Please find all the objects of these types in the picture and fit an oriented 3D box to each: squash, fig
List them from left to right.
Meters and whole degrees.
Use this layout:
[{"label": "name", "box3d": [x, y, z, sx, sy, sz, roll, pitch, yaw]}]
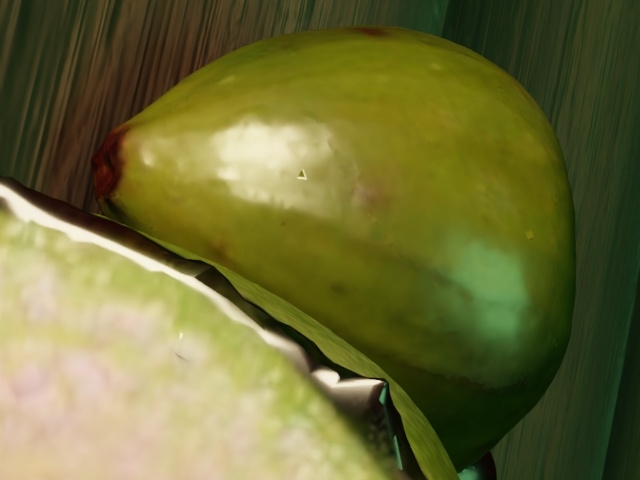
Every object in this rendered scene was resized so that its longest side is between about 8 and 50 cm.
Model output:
[{"label": "squash", "box3d": [-0.076, 0.147, 0.602, 0.309, 0.310, 0.310, 32, 67, -76]}, {"label": "fig", "box3d": [0.000, 0.000, 0.840, 0.225, 0.203, 0.203, 17, 78, -26]}]

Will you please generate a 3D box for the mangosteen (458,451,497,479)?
[{"label": "mangosteen", "box3d": [0.057, 0.134, 1.099, 0.081, 0.081, 0.081, 7, 90, -65]}]
